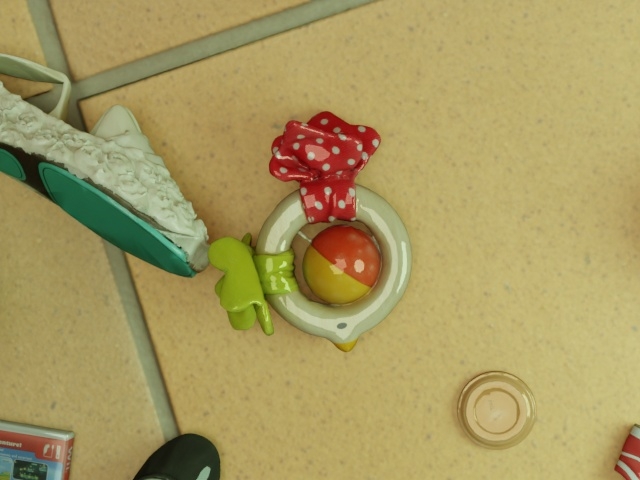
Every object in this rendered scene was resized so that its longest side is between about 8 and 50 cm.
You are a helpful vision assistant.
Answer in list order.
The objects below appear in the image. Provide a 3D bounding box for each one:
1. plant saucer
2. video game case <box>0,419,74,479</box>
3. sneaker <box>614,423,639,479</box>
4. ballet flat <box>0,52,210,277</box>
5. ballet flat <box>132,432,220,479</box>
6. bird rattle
[{"bbox_3d":[0.186,0.180,1.522,0.083,0.013,0.084,0,91,7],"label":"plant saucer"},{"bbox_3d":[-0.389,0.337,1.592,0.204,0.025,0.285,8,93,7],"label":"video game case"},{"bbox_3d":[0.362,0.246,1.486,0.118,0.042,0.067,30,91,13],"label":"sneaker"},{"bbox_3d":[-0.277,-0.109,1.517,0.408,0.147,0.147,27,94,8],"label":"ballet flat"},{"bbox_3d":[-0.199,0.333,1.532,0.095,0.096,0.280,34,95,6],"label":"ballet flat"},{"bbox_3d":[0.000,0.000,1.511,0.207,0.143,0.253,36,82,-6],"label":"bird rattle"}]
